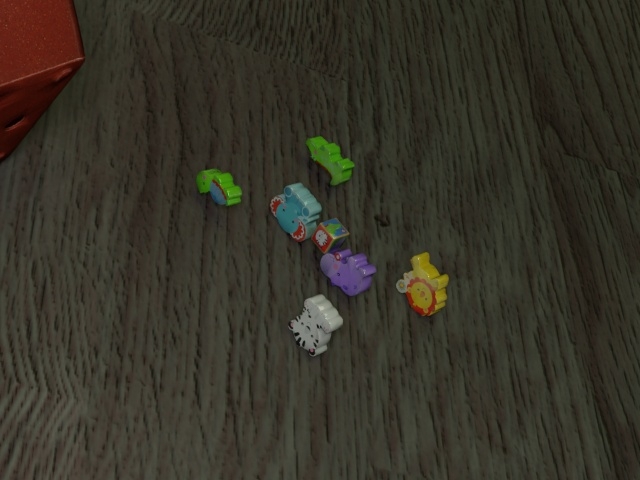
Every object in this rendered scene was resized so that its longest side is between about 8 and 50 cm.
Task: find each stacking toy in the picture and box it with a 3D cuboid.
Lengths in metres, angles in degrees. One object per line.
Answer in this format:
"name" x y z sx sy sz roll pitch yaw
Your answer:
"stacking toy" 0.000 0.000 1.266 0.167 0.052 0.221 -18 61 -43

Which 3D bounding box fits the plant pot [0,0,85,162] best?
"plant pot" -0.350 -0.171 1.067 0.267 0.267 0.236 -29 84 -45
